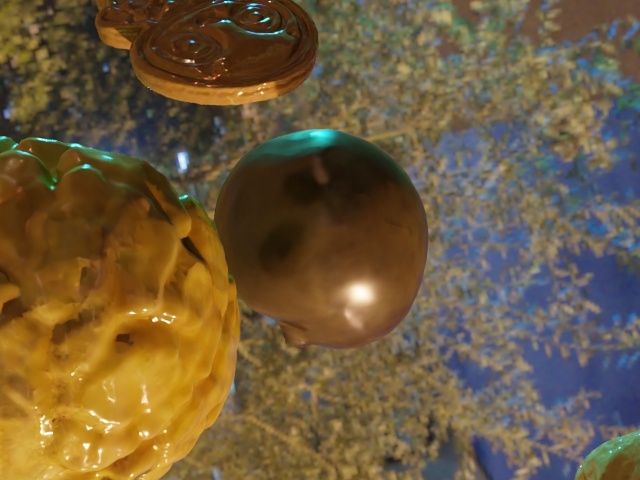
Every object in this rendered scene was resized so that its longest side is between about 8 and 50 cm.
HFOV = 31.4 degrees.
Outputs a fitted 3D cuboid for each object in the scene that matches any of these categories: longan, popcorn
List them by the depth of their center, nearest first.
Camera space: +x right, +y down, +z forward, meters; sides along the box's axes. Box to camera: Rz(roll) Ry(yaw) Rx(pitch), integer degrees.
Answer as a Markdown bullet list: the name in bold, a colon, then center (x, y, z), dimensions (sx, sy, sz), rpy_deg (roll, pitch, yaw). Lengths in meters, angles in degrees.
- **popcorn**: center (-0.246, 0.083, 1.092), dimensions (0.354, 0.390, 0.344), rpy_deg (-41, -133, 47)
- **longan**: center (0.003, -0.001, 1.473), dimensions (0.297, 0.297, 0.297), rpy_deg (167, -90, -82)

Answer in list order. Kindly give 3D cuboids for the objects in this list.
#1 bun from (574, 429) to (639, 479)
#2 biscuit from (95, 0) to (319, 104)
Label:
- **bun**: center (0.319, 0.281, 1.059), dimensions (0.220, 0.134, 0.220), rpy_deg (15, -69, 44)
- **biscuit**: center (-0.129, -0.232, 1.215), dimensions (0.289, 0.202, 0.044), rpy_deg (43, -33, 34)
